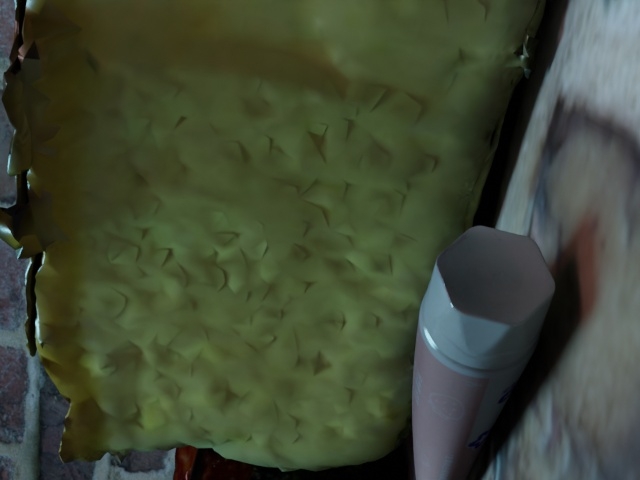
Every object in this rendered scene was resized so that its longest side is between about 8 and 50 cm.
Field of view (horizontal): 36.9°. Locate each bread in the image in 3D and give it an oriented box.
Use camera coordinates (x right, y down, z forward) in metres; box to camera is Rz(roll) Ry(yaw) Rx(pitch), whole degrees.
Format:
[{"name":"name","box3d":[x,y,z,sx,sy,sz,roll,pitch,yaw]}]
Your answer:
[{"name":"bread","box3d":[-0.036,-0.039,0.429,0.279,0.249,0.315,118,155,-83]}]

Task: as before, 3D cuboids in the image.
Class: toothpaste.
[{"name":"toothpaste","box3d":[0.054,0.065,0.392,0.194,0.043,0.067,93,179,-57]}]

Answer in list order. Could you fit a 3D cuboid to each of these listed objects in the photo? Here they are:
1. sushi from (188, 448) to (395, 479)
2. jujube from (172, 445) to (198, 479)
[{"name":"sushi","box3d":[-0.013,0.150,0.613,0.225,0.126,0.136,-78,-2,-52]},{"name":"jujube","box3d":[-0.106,0.316,1.214,0.250,0.174,0.174,-85,4,-51]}]
